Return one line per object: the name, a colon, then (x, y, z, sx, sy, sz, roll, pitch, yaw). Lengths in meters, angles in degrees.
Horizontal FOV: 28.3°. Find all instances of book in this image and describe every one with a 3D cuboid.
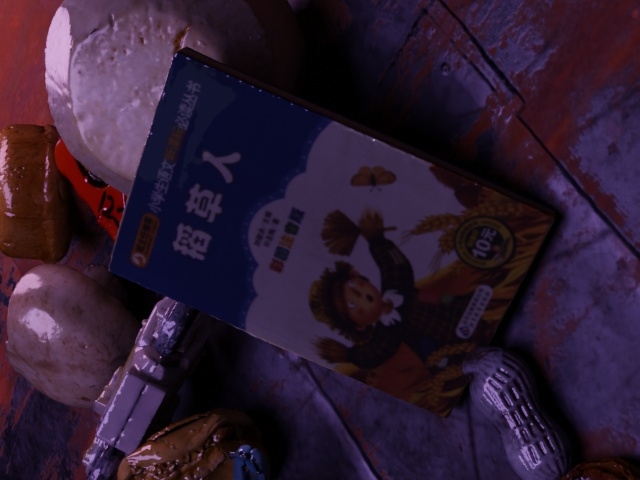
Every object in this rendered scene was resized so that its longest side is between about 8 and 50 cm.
book: (0.000, 0.000, 1.375, 0.428, 0.039, 0.300, 23, 124, 2)

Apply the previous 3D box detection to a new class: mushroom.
mushroom: (-0.338, 0.145, 1.891, 0.189, 0.195, 0.253, 28, 149, 19)

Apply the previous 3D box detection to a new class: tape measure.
tape measure: (-0.267, -0.139, 1.775, 0.253, 0.114, 0.260, 46, 133, 35)

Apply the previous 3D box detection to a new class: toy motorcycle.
toy motorcycle: (-0.234, 0.192, 1.754, 0.108, 0.223, 0.340, 28, 107, -2)

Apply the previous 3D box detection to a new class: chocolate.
chocolate: (0.209, 0.183, 1.339, 0.072, 0.072, 0.167, -48, 64, 44)

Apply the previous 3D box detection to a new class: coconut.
coconut: (-0.171, -0.201, 1.521, 0.323, 0.323, 0.322, 15, 110, 47)

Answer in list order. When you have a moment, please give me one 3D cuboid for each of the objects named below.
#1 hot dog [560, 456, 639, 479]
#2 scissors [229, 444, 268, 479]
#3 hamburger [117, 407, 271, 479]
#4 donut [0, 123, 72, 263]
hot dog: (0.290, 0.332, 1.264, 0.161, 0.099, 0.226, -4, 93, 46)
scissors: (-0.094, 0.378, 1.658, 0.180, 0.032, 0.392, 24, 141, 18)
hamburger: (-0.168, 0.312, 1.702, 0.108, 0.214, 0.213, 56, 135, 23)
donut: (-0.442, -0.074, 1.958, 0.226, 0.114, 0.226, -179, 90, -76)
